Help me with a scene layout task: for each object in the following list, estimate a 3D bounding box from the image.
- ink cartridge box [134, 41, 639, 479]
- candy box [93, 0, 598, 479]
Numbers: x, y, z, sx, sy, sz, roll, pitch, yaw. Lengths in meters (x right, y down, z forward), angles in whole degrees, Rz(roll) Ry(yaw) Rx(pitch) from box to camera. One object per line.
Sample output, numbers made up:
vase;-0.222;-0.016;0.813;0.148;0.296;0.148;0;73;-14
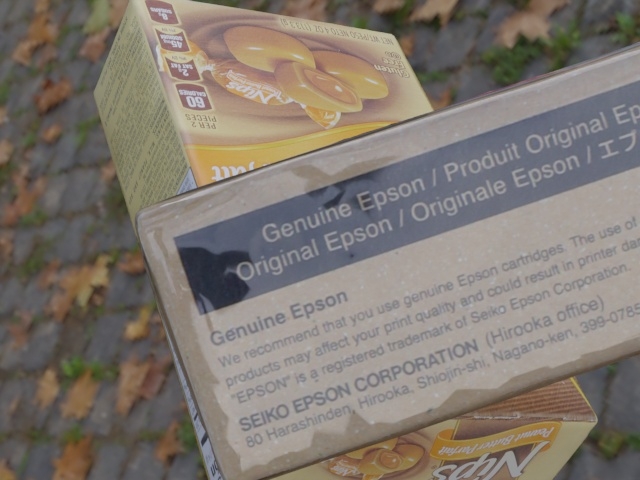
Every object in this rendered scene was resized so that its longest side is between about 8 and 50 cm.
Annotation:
ink cartridge box;0.046;-0.002;0.507;0.193;0.088;0.235;-20;2;-2
candy box;0.000;0.000;0.793;0.087;0.183;0.316;-62;36;36
